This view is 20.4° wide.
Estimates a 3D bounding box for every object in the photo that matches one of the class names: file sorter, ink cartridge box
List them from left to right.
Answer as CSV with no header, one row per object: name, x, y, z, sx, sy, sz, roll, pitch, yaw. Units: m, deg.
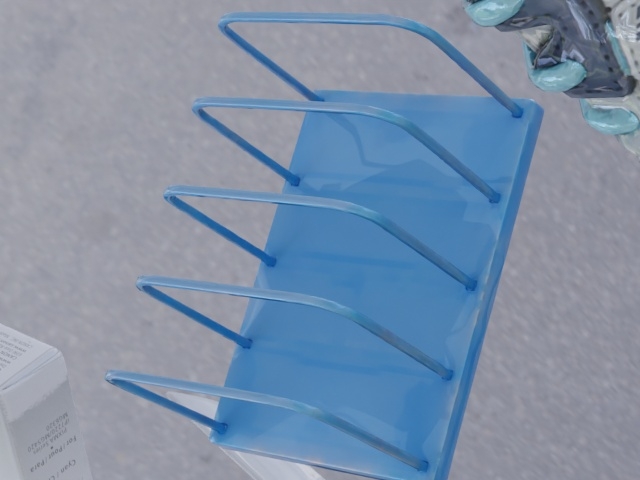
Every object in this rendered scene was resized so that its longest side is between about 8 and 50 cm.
ink cartridge box,-0.290,0.153,1.356,0.296,0.261,0.066,19,43,36
file sorter,0.000,0.000,0.736,0.118,0.104,0.170,6,73,36

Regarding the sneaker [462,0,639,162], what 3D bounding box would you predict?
sneaker,0.059,-0.074,0.352,0.122,0.283,0.110,-17,16,7

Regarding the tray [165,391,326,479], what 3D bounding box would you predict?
tray,0.012,0.182,1.147,0.030,0.270,0.145,-47,50,-6
